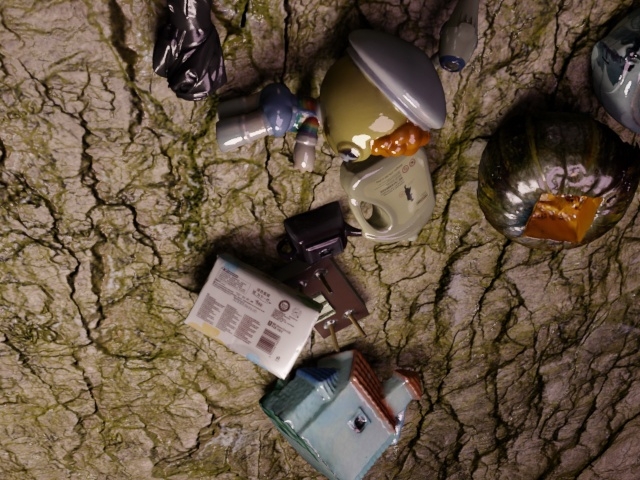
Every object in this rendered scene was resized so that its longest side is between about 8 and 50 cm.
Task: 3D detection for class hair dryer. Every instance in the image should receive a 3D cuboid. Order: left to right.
[{"bbox_3d":[0.225,-0.355,1.507,0.067,0.199,0.167,23,85,-10],"label":"hair dryer"}]

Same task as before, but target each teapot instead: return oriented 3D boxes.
[{"bbox_3d":[0.000,0.000,1.736,0.177,0.096,0.087,-19,137,-5],"label":"teapot"}]

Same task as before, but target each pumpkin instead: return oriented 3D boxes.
[{"bbox_3d":[0.460,-0.111,1.719,0.320,0.192,0.320,3,143,2],"label":"pumpkin"}]

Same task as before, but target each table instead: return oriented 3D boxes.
[{"bbox_3d":[0.015,0.137,1.869,0.121,0.111,0.240,-29,137,7],"label":"table"}]

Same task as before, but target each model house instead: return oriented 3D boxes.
[{"bbox_3d":[0.064,0.378,2.084,0.329,0.251,0.295,-42,115,-13],"label":"model house"}]

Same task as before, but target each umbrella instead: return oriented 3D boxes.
[{"bbox_3d":[-0.194,-0.360,1.286,0.118,0.118,0.340,-8,135,-16],"label":"umbrella"}]

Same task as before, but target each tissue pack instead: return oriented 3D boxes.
[{"bbox_3d":[-0.124,0.142,1.736,0.229,0.145,0.159,28,99,4],"label":"tissue pack"}]

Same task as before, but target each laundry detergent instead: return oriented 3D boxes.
[{"bbox_3d":[0.141,-0.086,1.692,0.181,0.091,0.253,-39,135,-11],"label":"laundry detergent"}]

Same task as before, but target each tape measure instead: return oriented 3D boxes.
[{"bbox_3d":[0.649,-0.330,1.657,0.256,0.147,0.275,-34,135,12],"label":"tape measure"}]

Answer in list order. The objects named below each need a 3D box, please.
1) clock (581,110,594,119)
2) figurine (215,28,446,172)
[{"bbox_3d":[0.524,-0.214,1.793,0.101,0.041,0.135,-21,137,-3],"label":"clock"},{"bbox_3d":[0.014,-0.218,1.433,0.381,0.225,0.205,-19,134,-5],"label":"figurine"}]
